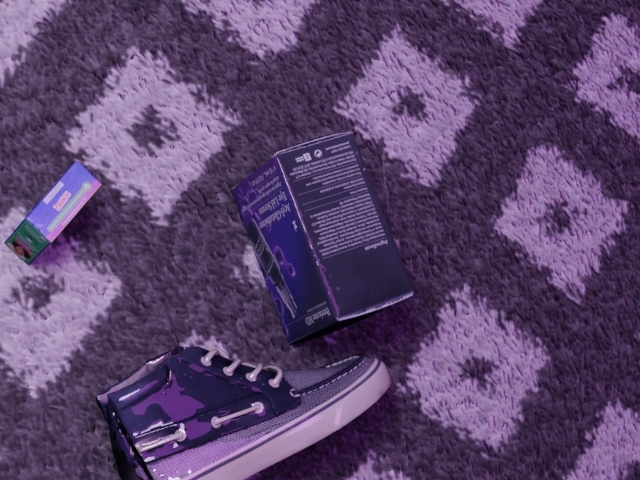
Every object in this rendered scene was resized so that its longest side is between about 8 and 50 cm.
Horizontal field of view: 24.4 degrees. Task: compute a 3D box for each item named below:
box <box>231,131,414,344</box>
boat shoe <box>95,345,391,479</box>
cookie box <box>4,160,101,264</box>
[{"bbox_3d":[0.000,0.000,1.724,0.108,0.153,0.207,-18,82,-27],"label":"box"},{"bbox_3d":[-0.085,0.169,1.650,0.340,0.127,0.158,-27,95,-27],"label":"boat shoe"},{"bbox_3d":[-0.294,-0.029,1.626,0.040,0.107,0.092,42,64,-8],"label":"cookie box"}]
